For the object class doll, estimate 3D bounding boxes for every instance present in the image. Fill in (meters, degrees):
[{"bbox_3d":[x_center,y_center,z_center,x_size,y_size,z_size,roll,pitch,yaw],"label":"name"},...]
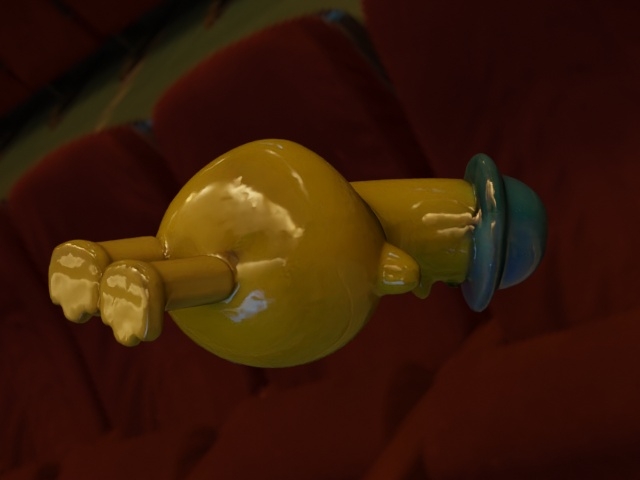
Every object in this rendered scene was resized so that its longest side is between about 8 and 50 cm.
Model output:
[{"bbox_3d":[0.000,0.000,1.021,0.199,0.363,0.145,21,112,44],"label":"doll"}]
